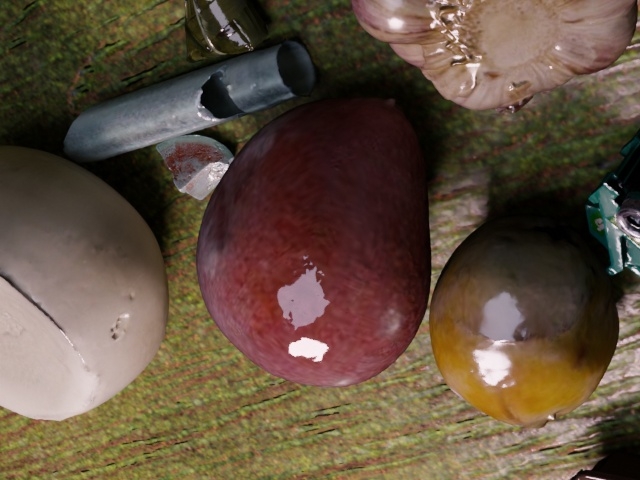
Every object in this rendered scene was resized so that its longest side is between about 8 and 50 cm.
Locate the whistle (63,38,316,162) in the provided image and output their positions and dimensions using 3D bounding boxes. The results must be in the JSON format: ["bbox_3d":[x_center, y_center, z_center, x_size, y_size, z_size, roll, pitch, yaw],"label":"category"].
[{"bbox_3d":[-0.142,-0.138,1.620,0.312,0.062,0.062,-13,116,37],"label":"whistle"}]

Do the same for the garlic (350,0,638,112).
[{"bbox_3d":[0.145,-0.226,1.324,0.245,0.160,0.245,-5,142,-4],"label":"garlic"}]

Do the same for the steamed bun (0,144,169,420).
[{"bbox_3d":[-0.310,0.035,1.743,0.324,0.206,0.324,21,141,18],"label":"steamed bun"}]

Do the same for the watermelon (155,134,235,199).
[{"bbox_3d":[-0.128,-0.073,1.659,0.085,0.061,0.085,16,142,13],"label":"watermelon"}]

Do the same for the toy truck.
[{"bbox_3d":[0.331,0.008,1.427,0.216,0.110,0.116,41,147,-4],"label":"toy truck"}]

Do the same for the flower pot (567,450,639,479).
[{"bbox_3d":[0.345,0.321,1.664,0.179,0.084,0.250,8,128,25],"label":"flower pot"}]

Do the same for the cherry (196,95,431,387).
[{"bbox_3d":[0.000,0.000,1.517,0.221,0.261,0.307,8,117,-28],"label":"cherry"}]

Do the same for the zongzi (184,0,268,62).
[{"bbox_3d":[-0.118,-0.228,1.548,0.119,0.055,0.109,-7,118,47],"label":"zongzi"}]

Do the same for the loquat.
[{"bbox_3d":[0.190,0.074,1.499,0.179,0.179,0.227,9,142,25],"label":"loquat"}]
